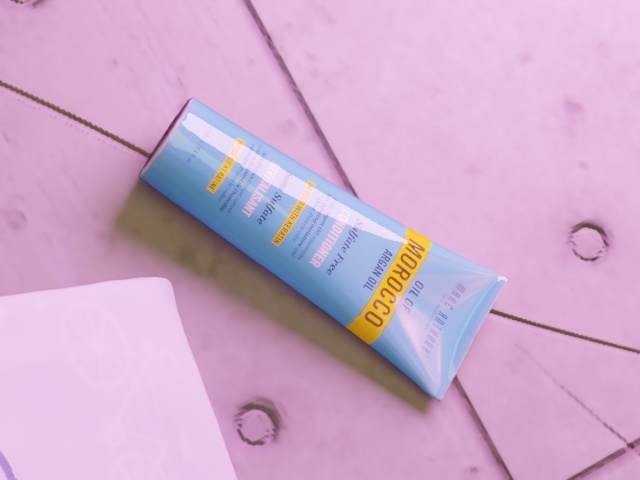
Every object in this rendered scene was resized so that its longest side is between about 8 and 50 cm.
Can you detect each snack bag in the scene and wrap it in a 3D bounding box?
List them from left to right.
[{"bbox_3d":[-0.138,0.172,0.875,0.342,0.037,0.323,-10,76,-52],"label":"snack bag"}]

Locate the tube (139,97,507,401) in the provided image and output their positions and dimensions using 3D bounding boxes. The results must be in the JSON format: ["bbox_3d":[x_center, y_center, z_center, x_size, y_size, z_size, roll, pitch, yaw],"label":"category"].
[{"bbox_3d":[0.000,0.000,1.027,0.207,0.052,0.080,33,80,-9],"label":"tube"}]
